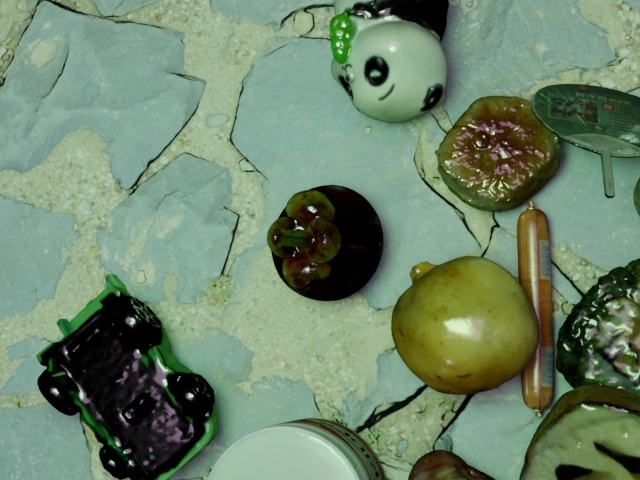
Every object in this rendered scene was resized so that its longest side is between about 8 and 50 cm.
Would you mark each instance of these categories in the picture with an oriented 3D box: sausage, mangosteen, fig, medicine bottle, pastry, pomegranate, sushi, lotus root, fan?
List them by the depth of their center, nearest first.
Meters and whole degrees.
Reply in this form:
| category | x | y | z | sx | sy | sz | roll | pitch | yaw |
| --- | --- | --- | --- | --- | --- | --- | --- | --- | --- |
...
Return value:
| category | x | y | z | sx | sy | sz | roll | pitch | yaw |
| --- | --- | --- | --- | --- | --- | --- | --- | --- | --- |
| lotus root | 0.460 | 0.377 | 1.272 | 0.375 | 0.111 | 0.391 | -36 | 86 | 35 |
| sushi | 0.548 | 0.171 | 1.370 | 0.352 | 0.178 | 0.294 | 34 | 88 | 13 |
| medicine bottle | -0.031 | 0.408 | 1.424 | 0.252 | 0.241 | 0.253 | -2 | 83 | 12 |
| pomegranate | 0.223 | 0.135 | 1.425 | 0.233 | 0.233 | 0.233 | -2 | 82 | 12 |
| fan | 0.420 | -0.179 | 1.438 | 0.223 | 0.012 | 0.294 | 32 | 46 | 25 |
| fig | 0.200 | 0.435 | 1.447 | 0.160 | 0.231 | 0.143 | 24 | 44 | 13 |
| mangosteen | 0.000 | 0.000 | 1.482 | 0.194 | 0.230 | 0.194 | -4 | 79 | 23 |
| sausage | 0.348 | 0.108 | 1.483 | 0.053 | 0.053 | 0.348 | -2 | 82 | 12 |
| pastry | 0.294 | -0.140 | 1.510 | 0.182 | 0.093 | 0.192 | 39 | 84 | 15 |

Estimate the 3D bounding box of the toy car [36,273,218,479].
| category | x | y | z | sx | sy | sz | roll | pitch | yaw |
| --- | --- | --- | --- | --- | --- | --- | --- | --- | --- |
| toy car | -0.324 | 0.230 | 1.553 | 0.213 | 0.176 | 0.359 | -43 | 80 | 4 |

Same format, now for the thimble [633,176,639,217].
| category | x | y | z | sx | sy | sz | roll | pitch | yaw |
| --- | --- | --- | --- | --- | --- | --- | --- | --- | --- |
| thimble | 0.585 | -0.078 | 1.414 | 0.190 | 0.143 | 0.138 | -6 | 80 | 10 |

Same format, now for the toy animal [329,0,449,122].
| category | x | y | z | sx | sy | sz | roll | pitch | yaw |
| --- | --- | --- | --- | --- | --- | --- | --- | --- | --- |
| toy animal | 0.109 | -0.331 | 1.522 | 0.212 | 0.212 | 0.267 | 3 | 76 | 12 |
